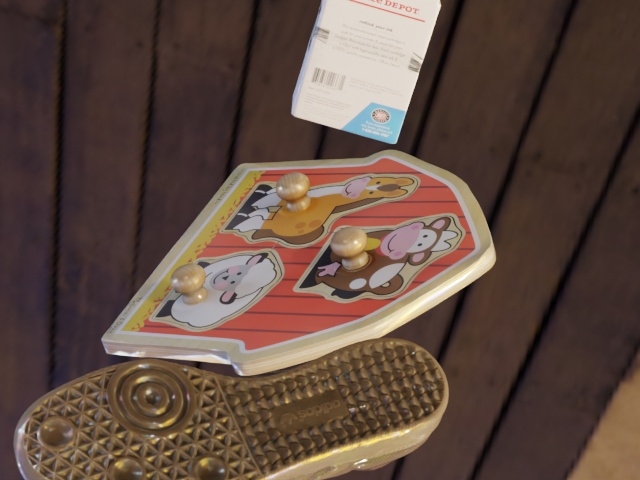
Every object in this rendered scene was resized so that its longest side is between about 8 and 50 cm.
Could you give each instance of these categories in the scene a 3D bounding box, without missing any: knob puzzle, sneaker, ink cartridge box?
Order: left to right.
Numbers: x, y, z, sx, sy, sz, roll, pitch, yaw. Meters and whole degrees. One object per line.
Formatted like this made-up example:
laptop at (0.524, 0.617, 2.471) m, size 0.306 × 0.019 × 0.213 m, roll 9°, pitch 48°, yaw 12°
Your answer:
sneaker at (-0.038, 0.089, 0.704) m, size 0.188 × 0.066 × 0.071 m, roll -5°, pitch 151°, yaw -23°
knob puzzle at (0.000, 0.000, 0.884) m, size 0.213 × 0.213 × 0.030 m, roll -4°, pitch 123°, yaw 24°
ink cartridge box at (0.047, -0.192, 1.552) m, size 0.104 × 0.060 × 0.180 m, roll 16°, pitch 113°, yaw -5°
